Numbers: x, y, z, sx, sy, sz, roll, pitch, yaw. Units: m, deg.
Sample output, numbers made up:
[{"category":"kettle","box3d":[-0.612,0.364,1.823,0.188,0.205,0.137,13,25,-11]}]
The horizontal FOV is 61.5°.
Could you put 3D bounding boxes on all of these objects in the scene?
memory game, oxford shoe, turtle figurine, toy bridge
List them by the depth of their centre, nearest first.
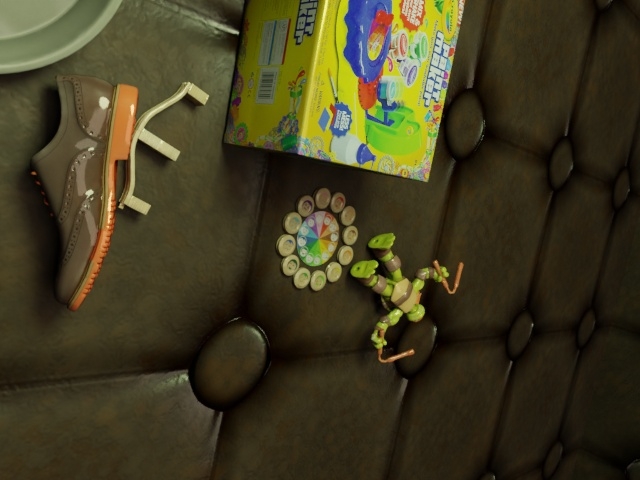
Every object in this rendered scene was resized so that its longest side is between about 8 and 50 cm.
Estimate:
[{"category":"oxford shoe","box3d":[-0.286,-0.055,0.626,0.098,0.097,0.272,11,90,-24]},{"category":"toy bridge","box3d":[-0.215,-0.125,0.700,0.063,0.026,0.188,33,79,-40]},{"category":"memory game","box3d":[0.000,0.000,0.943,0.186,0.012,0.186,-13,110,-39]},{"category":"turtle figurine","box3d":[0.159,0.088,1.064,0.269,0.087,0.217,-45,121,-13]}]

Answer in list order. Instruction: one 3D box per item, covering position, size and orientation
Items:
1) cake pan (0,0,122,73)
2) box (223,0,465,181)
[{"category":"cake pan","box3d":[-0.315,-0.300,0.479,0.293,0.054,0.293,-24,137,-25]},{"category":"box","box3d":[0.040,-0.255,0.795,0.279,0.177,0.290,3,100,-44]}]
